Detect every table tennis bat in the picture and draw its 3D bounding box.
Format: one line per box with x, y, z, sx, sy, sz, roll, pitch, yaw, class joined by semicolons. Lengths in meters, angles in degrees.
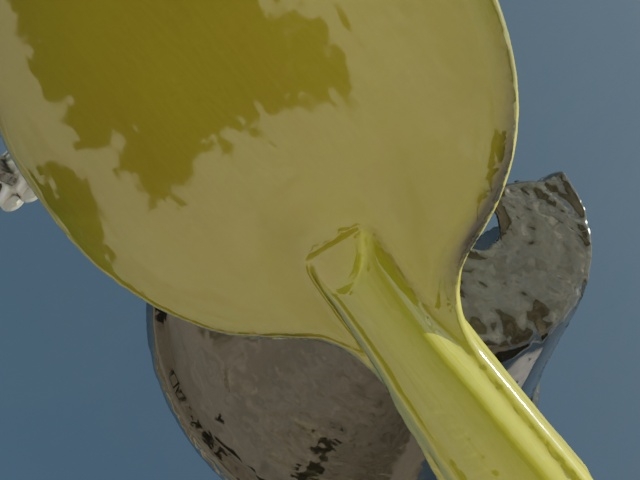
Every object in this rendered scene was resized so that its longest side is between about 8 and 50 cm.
0.004;-0.013;0.535;0.224;0.054;0.369;-31;-81;29;table tennis bat

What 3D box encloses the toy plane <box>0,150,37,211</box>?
-0.222;-0.105;1.041;0.174;0.080;0.174;-5;-100;29;toy plane

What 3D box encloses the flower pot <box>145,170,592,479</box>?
0.065;0.047;1.079;0.379;0.379;0.251;47;-36;4;flower pot
